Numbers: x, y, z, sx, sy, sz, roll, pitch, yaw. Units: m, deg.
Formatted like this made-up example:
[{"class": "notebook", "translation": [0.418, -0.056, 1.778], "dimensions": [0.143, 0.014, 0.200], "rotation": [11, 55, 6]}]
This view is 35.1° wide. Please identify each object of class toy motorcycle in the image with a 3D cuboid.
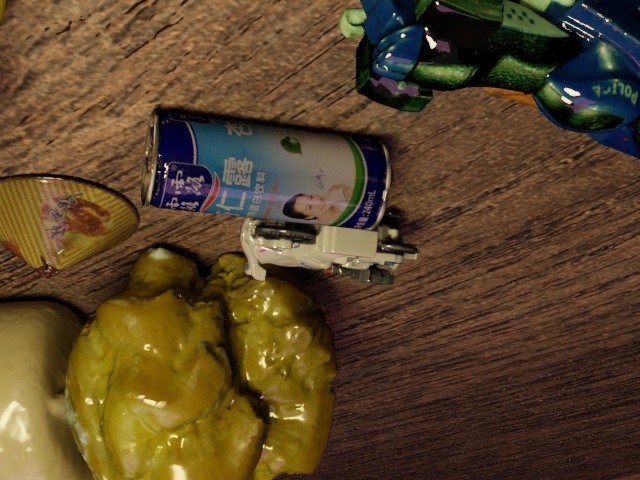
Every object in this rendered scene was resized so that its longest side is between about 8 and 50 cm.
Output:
[{"class": "toy motorcycle", "translation": [0.000, 0.000, 1.124], "dimensions": [0.221, 0.102, 0.150], "rotation": [8, 175, -37]}, {"class": "toy motorcycle", "translation": [0.182, -0.141, 0.738], "dimensions": [0.331, 0.196, 0.125], "rotation": [7, 153, -21]}]

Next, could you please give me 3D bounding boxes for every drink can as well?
[{"class": "drink can", "translation": [-0.053, -0.067, 0.994], "dimensions": [0.235, 0.097, 0.097], "rotation": [7, 153, -15]}]

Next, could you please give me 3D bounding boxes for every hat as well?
[{"class": "hat", "translation": [-0.303, 0.004, 1.140], "dimensions": [0.193, 0.082, 0.193], "rotation": [-2, 155, -1]}]

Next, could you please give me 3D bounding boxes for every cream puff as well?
[{"class": "cream puff", "translation": [-0.118, 0.171, 1.242], "dimensions": [0.275, 0.378, 0.378], "rotation": [-16, 151, 25]}]

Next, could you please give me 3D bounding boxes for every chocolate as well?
[{"class": "chocolate", "translation": [-0.416, 0.234, 1.338], "dimensions": [0.297, 0.326, 0.314], "rotation": [-8, 121, 18]}]

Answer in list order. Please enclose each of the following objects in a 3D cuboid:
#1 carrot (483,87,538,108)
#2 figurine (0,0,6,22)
[{"class": "carrot", "translation": [0.229, -0.136, 0.915], "dimensions": [0.186, 0.060, 0.060], "rotation": [8, 153, -15]}, {"class": "figurine", "translation": [-0.366, -0.089, 0.811], "dimensions": [0.326, 0.218, 0.169], "rotation": [-13, 111, 50]}]
